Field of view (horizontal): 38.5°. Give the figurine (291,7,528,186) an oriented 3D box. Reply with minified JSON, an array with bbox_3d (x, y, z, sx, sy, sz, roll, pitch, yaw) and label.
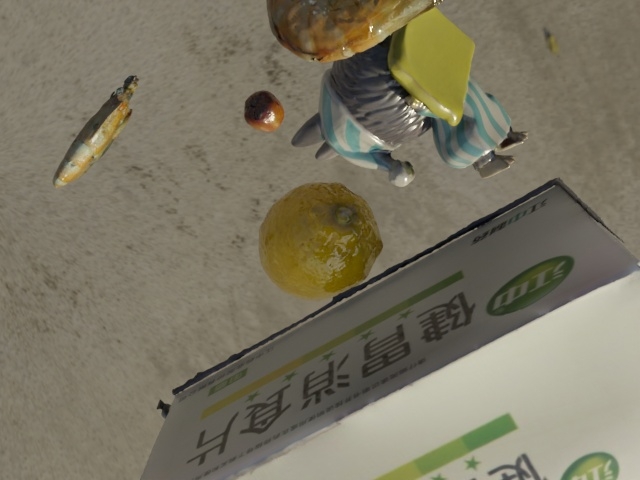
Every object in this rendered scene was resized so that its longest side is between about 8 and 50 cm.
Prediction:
[{"bbox_3d":[0.145,-0.239,1.809,0.361,0.378,0.266,50,46,-11],"label":"figurine"}]

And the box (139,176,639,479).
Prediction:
[{"bbox_3d":[0.053,0.116,0.562,0.333,0.173,0.145,-29,103,10],"label":"box"}]

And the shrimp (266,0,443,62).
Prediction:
[{"bbox_3d":[0.067,-0.301,1.002,0.287,0.063,0.152,-24,83,16],"label":"shrimp"}]

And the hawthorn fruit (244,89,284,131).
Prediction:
[{"bbox_3d":[-0.101,-0.229,1.637,0.077,0.077,0.077,-2,95,-22],"label":"hawthorn fruit"}]

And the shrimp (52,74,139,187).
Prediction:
[{"bbox_3d":[-0.419,-0.198,1.741,0.059,0.145,0.254,36,82,-10],"label":"shrimp"}]

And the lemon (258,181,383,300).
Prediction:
[{"bbox_3d":[0.000,0.000,0.876,0.114,0.155,0.114,5,75,-19],"label":"lemon"}]
